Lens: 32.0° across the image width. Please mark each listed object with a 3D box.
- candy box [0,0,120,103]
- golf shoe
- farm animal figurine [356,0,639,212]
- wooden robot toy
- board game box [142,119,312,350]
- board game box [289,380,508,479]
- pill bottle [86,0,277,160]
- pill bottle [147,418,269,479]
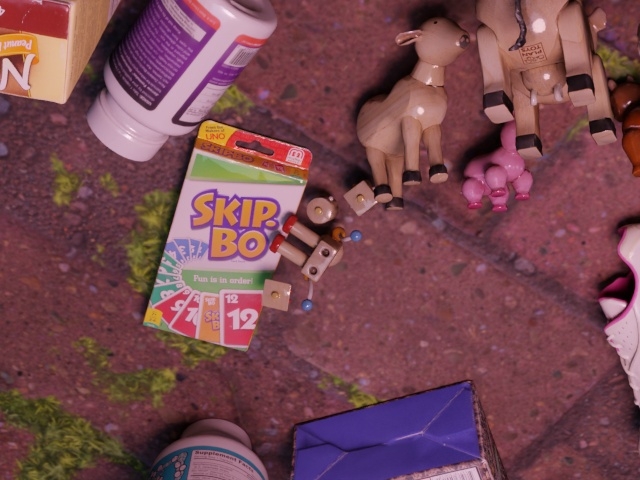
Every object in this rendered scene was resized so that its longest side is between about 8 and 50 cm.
[{"bbox_3d":[-0.259,-0.229,0.908,0.183,0.316,0.087,11,123,-5],"label":"candy box"},{"bbox_3d":[0.368,0.108,1.225,0.140,0.115,0.306,8,116,9],"label":"golf shoe"},{"bbox_3d":[0.188,-0.157,1.015,0.330,0.172,0.327,-5,162,6],"label":"farm animal figurine"},{"bbox_3d":[0.000,0.000,1.187,0.076,0.079,0.173,37,105,8],"label":"wooden robot toy"},{"bbox_3d":[-0.103,0.000,1.211,0.124,0.039,0.259,15,118,-9],"label":"board game box"},{"bbox_3d":[0.120,0.346,1.348,0.232,0.141,0.291,-15,120,11],"label":"board game box"},{"bbox_3d":[-0.138,-0.169,1.062,0.108,0.108,0.193,35,116,-18],"label":"pill bottle"},{"bbox_3d":[-0.135,0.323,1.273,0.146,0.264,0.146,1,120,2],"label":"pill bottle"}]
